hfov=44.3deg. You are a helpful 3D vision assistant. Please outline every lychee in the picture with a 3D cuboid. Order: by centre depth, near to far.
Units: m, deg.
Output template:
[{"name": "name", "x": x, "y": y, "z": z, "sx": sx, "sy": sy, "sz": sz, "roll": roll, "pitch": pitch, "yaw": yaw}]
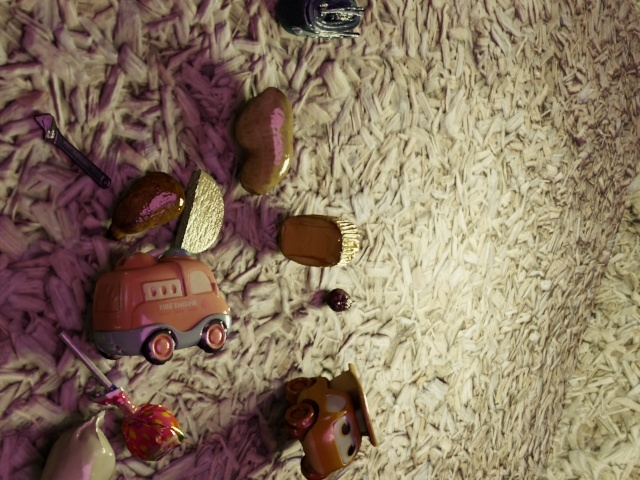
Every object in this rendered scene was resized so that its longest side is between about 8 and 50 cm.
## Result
[{"name": "lychee", "x": 0.051, "y": 0.161, "z": 2.126, "sx": 0.083, "sy": 0.068, "sz": 0.067, "roll": 4, "pitch": 79, "yaw": -76}]

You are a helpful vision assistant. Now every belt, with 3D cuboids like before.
[{"name": "belt", "x": 0.010, "y": -0.554, "z": 1.916, "sx": 0.218, "sy": 0.129, "sz": 0.122, "roll": -14, "pitch": 106, "yaw": -47}]

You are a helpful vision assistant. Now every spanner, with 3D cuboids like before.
[{"name": "spanner", "x": -0.480, "y": -0.173, "z": 1.535, "sx": 0.208, "sy": 0.012, "sz": 0.046, "roll": 49, "pitch": 60, "yaw": -40}]

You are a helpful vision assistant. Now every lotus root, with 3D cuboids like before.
[{"name": "lotus root", "x": -0.364, "y": -0.066, "z": 1.625, "sx": 0.108, "sy": 0.094, "sz": 0.191, "roll": 48, "pitch": 61, "yaw": 0}]

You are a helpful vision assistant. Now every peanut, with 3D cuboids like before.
[{"name": "peanut", "x": -0.130, "y": -0.229, "z": 1.830, "sx": 0.137, "sy": 0.122, "sz": 0.253, "roll": -3, "pitch": 103, "yaw": -7}]

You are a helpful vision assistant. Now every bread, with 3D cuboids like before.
[{"name": "bread", "x": -0.266, "y": -0.053, "z": 1.773, "sx": 0.112, "sy": 0.036, "sz": 0.192, "roll": 25, "pitch": 75, "yaw": -51}, {"name": "bread", "x": 0.000, "y": 0.000, "z": 1.957, "sx": 0.114, "sy": 0.191, "sz": 0.132, "roll": -1, "pitch": 100, "yaw": -56}]

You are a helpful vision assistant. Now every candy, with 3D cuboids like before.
[{"name": "candy", "x": -0.423, "y": 0.319, "z": 1.632, "sx": 0.124, "sy": 0.124, "sz": 0.365, "roll": -50, "pitch": 121, "yaw": -30}]

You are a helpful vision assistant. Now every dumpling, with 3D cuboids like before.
[{"name": "dumpling", "x": -0.480, "y": 0.457, "z": 1.558, "sx": 0.132, "sy": 0.162, "sz": 0.250, "roll": 20, "pitch": 66, "yaw": -11}]

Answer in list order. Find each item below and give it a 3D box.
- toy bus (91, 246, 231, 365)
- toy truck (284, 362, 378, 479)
[{"name": "toy bus", "x": -0.335, "y": 0.132, "z": 1.631, "sx": 0.288, "sy": 0.194, "sz": 0.231, "roll": -8, "pitch": 90, "yaw": -46}, {"name": "toy truck", "x": 0.023, "y": 0.458, "z": 2.021, "sx": 0.212, "sy": 0.288, "sz": 0.204, "roll": -15, "pitch": 113, "yaw": 1}]
